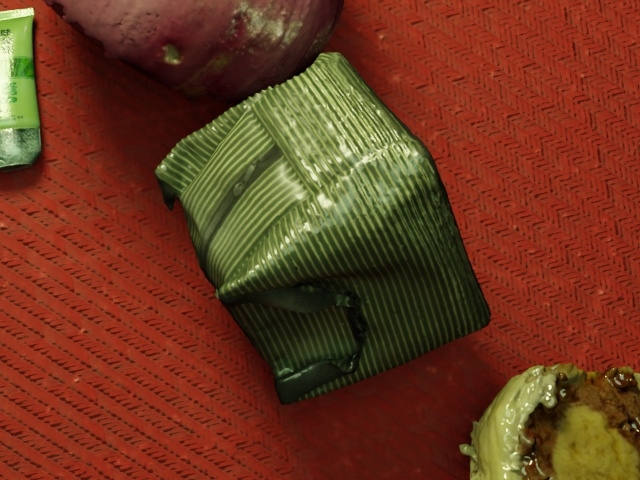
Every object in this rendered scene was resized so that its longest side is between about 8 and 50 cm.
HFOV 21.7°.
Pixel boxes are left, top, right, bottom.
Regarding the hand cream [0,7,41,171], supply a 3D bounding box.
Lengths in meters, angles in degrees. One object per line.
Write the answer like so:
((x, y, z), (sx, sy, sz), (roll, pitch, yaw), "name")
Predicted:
((-0.344, -0.162, 1.798), (0.095, 0.046, 0.175), (-9, 83, -4), "hand cream")

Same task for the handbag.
((0.000, 0.000, 1.672), (0.240, 0.340, 0.247), (-32, 53, -3), "handbag")

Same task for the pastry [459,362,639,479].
((0.270, 0.262, 1.757), (0.256, 0.170, 0.236), (5, 64, -34), "pastry")

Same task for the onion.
((-0.121, -0.312, 1.684), (0.345, 0.358, 0.358), (-39, 89, 0), "onion")
